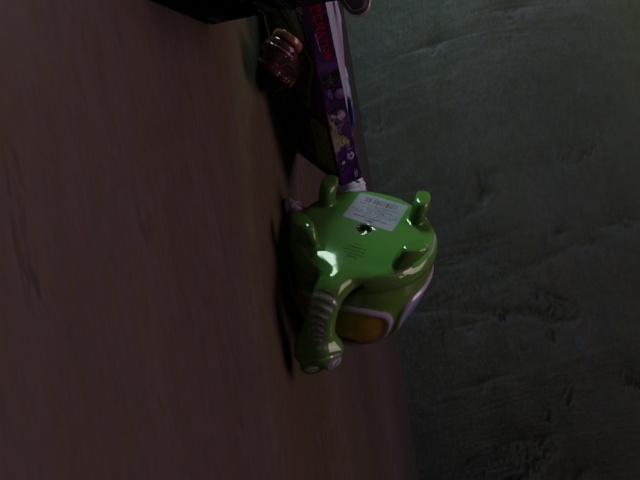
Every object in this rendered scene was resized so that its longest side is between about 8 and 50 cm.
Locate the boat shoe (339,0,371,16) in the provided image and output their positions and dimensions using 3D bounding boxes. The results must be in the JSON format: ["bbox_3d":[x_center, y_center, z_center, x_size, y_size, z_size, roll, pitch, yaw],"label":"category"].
[{"bbox_3d":[0.050,-0.597,1.878,0.073,0.080,0.224,-10,85,-77],"label":"boat shoe"}]

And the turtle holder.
[{"bbox_3d":[0.067,0.066,1.386,0.320,0.243,0.227,-102,-165,-54],"label":"turtle holder"}]

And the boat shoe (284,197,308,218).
[{"bbox_3d":[-0.039,-0.054,1.474,0.100,0.035,0.035,35,47,-79],"label":"boat shoe"}]

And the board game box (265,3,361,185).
[{"bbox_3d":[-0.021,-0.286,1.509,0.208,0.056,0.347,38,-33,54],"label":"board game box"}]

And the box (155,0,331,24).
[{"bbox_3d":[-0.079,-0.320,0.975,0.261,0.184,0.103,-49,128,-79],"label":"box"}]

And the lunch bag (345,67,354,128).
[{"bbox_3d":[0.029,-0.314,2.031,0.151,0.096,0.129,93,-6,-49],"label":"lunch bag"}]

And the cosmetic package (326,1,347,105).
[{"bbox_3d":[-0.018,-0.464,1.832,0.284,0.097,0.377,74,10,-49],"label":"cosmetic package"}]

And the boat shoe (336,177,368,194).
[{"bbox_3d":[0.066,-0.126,2.116,0.258,0.095,0.084,-124,-159,-85],"label":"boat shoe"}]

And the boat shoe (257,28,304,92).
[{"bbox_3d":[-0.072,-0.276,1.391,0.073,0.073,0.207,-61,177,-4],"label":"boat shoe"}]
